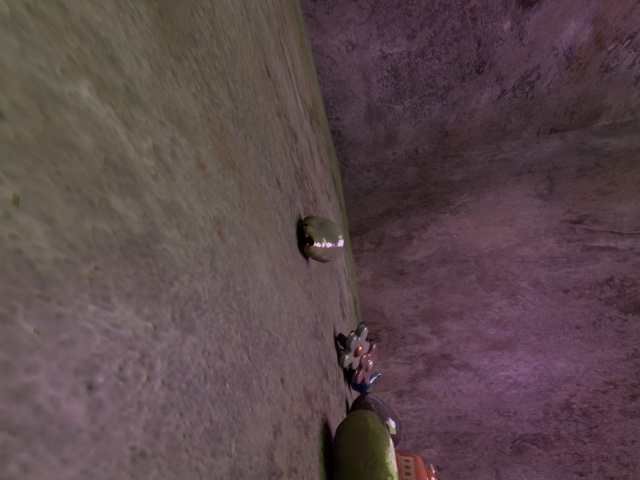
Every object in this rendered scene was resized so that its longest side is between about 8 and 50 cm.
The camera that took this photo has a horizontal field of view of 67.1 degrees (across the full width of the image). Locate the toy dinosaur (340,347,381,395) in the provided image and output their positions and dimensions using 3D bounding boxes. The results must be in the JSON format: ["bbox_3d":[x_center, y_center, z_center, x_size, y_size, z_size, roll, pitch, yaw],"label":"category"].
[{"bbox_3d":[0.128,0.438,1.590,0.144,0.076,0.329,-42,130,-44],"label":"toy dinosaur"}]

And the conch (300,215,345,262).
[{"bbox_3d":[-0.011,-0.001,1.050,0.176,0.094,0.104,-2,96,-58],"label":"conch"}]

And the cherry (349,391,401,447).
[{"bbox_3d":[0.154,0.537,1.409,0.176,0.140,0.176,53,-3,4],"label":"cherry"}]

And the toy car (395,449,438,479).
[{"bbox_3d":[0.201,0.667,1.230,0.270,0.212,0.180,-74,155,-66],"label":"toy car"}]

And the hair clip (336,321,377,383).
[{"bbox_3d":[0.114,0.344,1.451,0.146,0.075,0.257,-61,139,-28],"label":"hair clip"}]

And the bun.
[{"bbox_3d":[0.078,0.438,0.927,0.222,0.127,0.222,169,-90,-83],"label":"bun"}]
